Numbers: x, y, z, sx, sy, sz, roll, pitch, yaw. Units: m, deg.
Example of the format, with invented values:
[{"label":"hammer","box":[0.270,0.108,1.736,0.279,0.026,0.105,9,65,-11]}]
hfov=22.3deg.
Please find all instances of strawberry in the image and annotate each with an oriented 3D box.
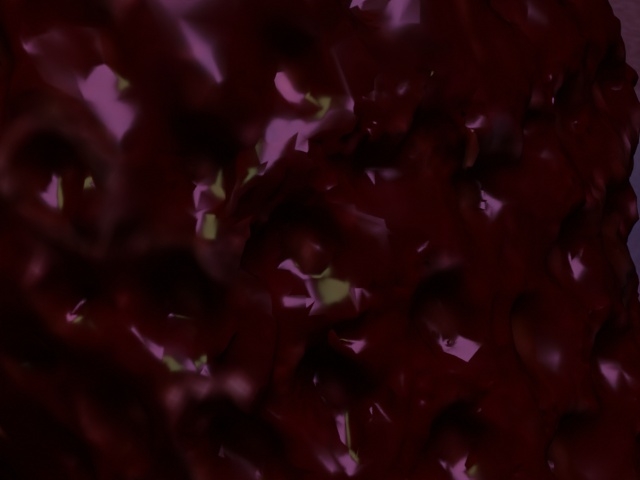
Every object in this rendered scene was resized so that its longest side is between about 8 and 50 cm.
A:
[{"label":"strawberry","box":[0.000,0.000,0.579,0.345,0.295,0.317,53,17,20]}]
